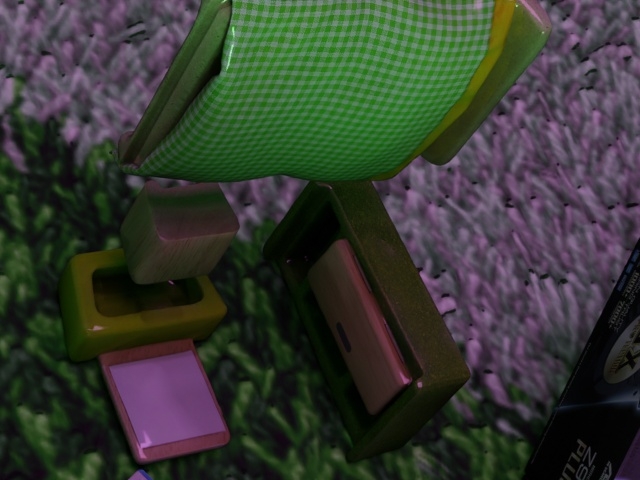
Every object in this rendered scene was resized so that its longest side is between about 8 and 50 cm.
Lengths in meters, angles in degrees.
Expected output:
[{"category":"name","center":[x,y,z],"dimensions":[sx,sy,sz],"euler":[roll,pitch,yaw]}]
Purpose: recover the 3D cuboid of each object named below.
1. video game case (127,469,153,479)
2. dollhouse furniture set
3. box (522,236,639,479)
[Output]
[{"category":"video game case","center":[-0.109,0.217,0.946],"dimensions":[0.119,0.015,0.166],"euler":[44,53,4]},{"category":"dollhouse furniture set","center":[0.000,0.000,0.947],"dimensions":[0.197,0.301,0.151],"euler":[-8,62,-32]},{"category":"box","center":[0.205,0.096,1.035],"dimensions":[0.077,0.147,0.180],"euler":[25,95,-10]}]
